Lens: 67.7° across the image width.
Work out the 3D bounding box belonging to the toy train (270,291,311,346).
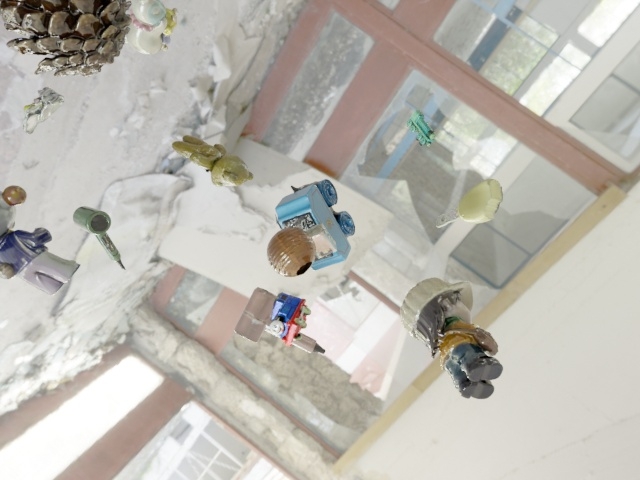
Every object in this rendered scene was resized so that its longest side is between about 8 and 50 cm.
[{"bbox_3d":[-0.105,0.254,1.557,0.204,0.131,0.082,-58,167,-72],"label":"toy train"}]

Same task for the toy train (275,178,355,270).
[{"bbox_3d":[-0.016,-0.067,1.738,0.188,0.300,0.265,-20,-158,29],"label":"toy train"}]

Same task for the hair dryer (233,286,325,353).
[{"bbox_3d":[-0.130,0.327,1.784,0.189,0.344,0.107,-63,-179,-7],"label":"hair dryer"}]

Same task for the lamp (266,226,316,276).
[{"bbox_3d":[-0.078,0.030,1.273,0.136,0.136,0.136,-53,175,-6],"label":"lamp"}]

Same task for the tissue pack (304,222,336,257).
[{"bbox_3d":[0.000,0.000,1.530,0.074,0.094,0.058,-25,-146,18],"label":"tissue pack"}]

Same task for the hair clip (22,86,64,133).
[{"bbox_3d":[-0.701,-0.335,1.216,0.172,0.049,0.116,-18,-157,52],"label":"hair clip"}]

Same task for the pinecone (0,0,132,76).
[{"bbox_3d":[-0.388,-0.347,0.700,0.179,0.204,0.184,4,-122,48],"label":"pinecone"}]

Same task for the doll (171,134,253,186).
[{"bbox_3d":[-0.282,-0.199,1.232,0.097,0.209,0.137,-63,171,24],"label":"doll"}]

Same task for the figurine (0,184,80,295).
[{"bbox_3d":[-0.597,0.005,0.879,0.194,0.274,0.133,-19,-150,11],"label":"figurine"}]

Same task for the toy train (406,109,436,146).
[{"bbox_3d":[0.228,-0.250,1.068,0.029,0.092,0.045,0,139,-34],"label":"toy train"}]

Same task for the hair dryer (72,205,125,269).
[{"bbox_3d":[-0.421,0.000,0.938,0.047,0.071,0.150,-44,132,-30],"label":"hair dryer"}]

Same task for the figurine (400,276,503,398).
[{"bbox_3d":[0.310,0.228,1.193,0.332,0.205,0.185,-83,-175,-61],"label":"figurine"}]

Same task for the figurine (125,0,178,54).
[{"bbox_3d":[-0.531,-0.712,1.510,0.235,0.155,0.127,-44,-133,48],"label":"figurine"}]

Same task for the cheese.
[{"bbox_3d":[0.453,-0.093,1.486,0.255,0.050,0.127,-33,-130,54],"label":"cheese"}]
